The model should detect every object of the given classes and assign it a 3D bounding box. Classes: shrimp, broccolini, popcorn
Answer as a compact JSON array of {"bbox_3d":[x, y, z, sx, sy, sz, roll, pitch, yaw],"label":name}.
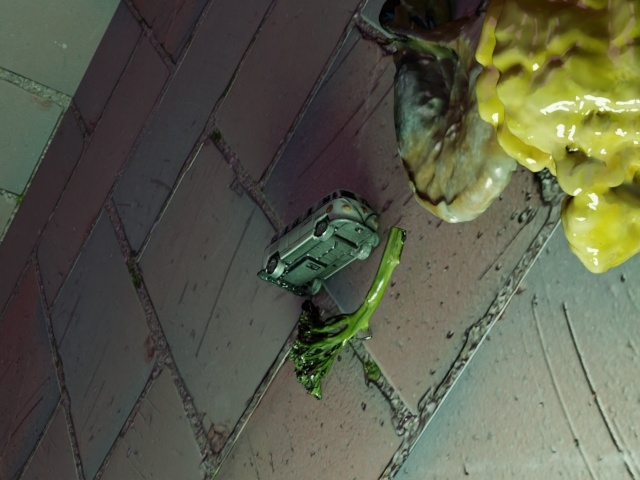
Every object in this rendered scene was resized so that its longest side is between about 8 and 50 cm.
[{"bbox_3d":[0.152,-0.202,1.269,0.445,0.110,0.221,-103,32,-49],"label":"shrimp"},{"bbox_3d":[0.035,0.074,1.344,0.271,0.062,0.123,-58,46,28],"label":"broccolini"},{"bbox_3d":[0.267,-0.134,0.908,0.225,0.265,0.332,-88,8,-72],"label":"popcorn"}]

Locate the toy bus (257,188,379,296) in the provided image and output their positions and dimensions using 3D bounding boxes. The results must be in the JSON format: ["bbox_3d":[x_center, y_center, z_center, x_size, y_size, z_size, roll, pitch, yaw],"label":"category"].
[{"bbox_3d":[0.000,0.000,1.429,0.194,0.087,0.089,-37,38,41],"label":"toy bus"}]
